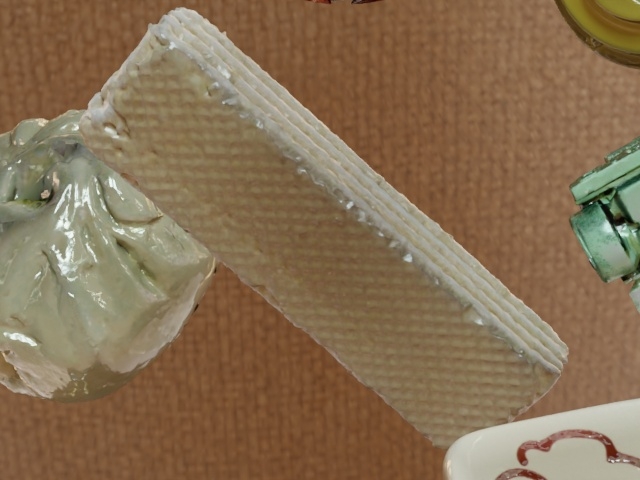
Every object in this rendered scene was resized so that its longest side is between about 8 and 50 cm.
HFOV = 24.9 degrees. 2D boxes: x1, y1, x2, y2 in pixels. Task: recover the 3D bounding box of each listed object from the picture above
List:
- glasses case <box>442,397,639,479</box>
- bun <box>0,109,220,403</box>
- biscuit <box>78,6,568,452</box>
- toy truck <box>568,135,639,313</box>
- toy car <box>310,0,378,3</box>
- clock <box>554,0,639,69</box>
[{"bbox_3d":[0.161,0.237,0.690,0.144,0.336,0.076,-11,141,-5],"label":"glasses case"},{"bbox_3d":[-0.286,-0.002,1.620,0.359,0.360,0.211,-28,137,11],"label":"bun"},{"bbox_3d":[0.000,0.000,1.166,0.426,0.078,0.144,42,123,-6],"label":"biscuit"},{"bbox_3d":[0.251,0.042,0.898,0.128,0.135,0.259,-30,107,11],"label":"toy truck"},{"bbox_3d":[0.000,-0.179,0.822,0.139,0.112,0.112,29,88,18],"label":"toy car"},{"bbox_3d":[0.323,-0.282,1.431,0.237,0.057,0.237,9,107,30],"label":"clock"}]
